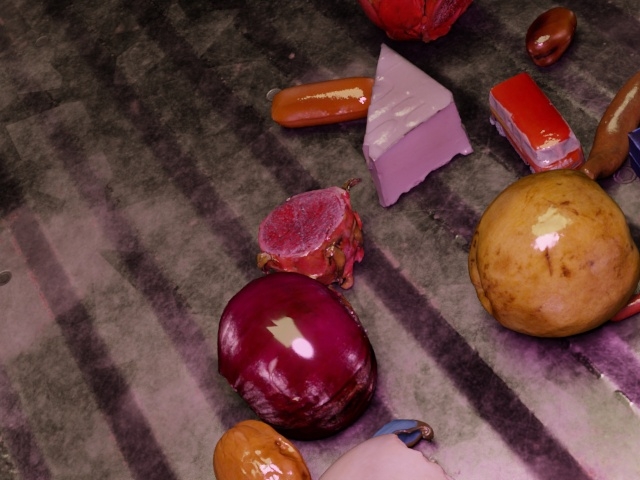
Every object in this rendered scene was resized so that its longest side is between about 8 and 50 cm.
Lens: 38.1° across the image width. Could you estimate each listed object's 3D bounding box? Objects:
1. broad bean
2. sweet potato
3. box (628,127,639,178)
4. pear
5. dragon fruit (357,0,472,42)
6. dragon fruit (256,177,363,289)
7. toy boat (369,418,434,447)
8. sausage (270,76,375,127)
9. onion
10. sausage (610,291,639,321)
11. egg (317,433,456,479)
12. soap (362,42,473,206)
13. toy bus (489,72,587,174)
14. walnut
[{"bbox_3d":[0.522,-0.469,2.101,0.114,0.084,0.165,0,48,25],"label":"broad bean"},{"bbox_3d":[0.580,-0.202,1.854,0.079,0.108,0.346,16,58,31],"label":"sweet potato"},{"bbox_3d":[0.761,-0.134,1.732,0.262,0.116,0.279,-23,47,5],"label":"box"},{"bbox_3d":[0.407,0.029,1.640,0.304,0.304,0.303,-11,51,14],"label":"pear"},{"bbox_3d":[0.227,-0.627,2.209,0.296,0.295,0.301,-28,55,-1],"label":"dragon fruit"},{"bbox_3d":[0.000,0.000,1.922,0.282,0.147,0.211,-40,41,-15],"label":"dragon fruit"},{"bbox_3d":[0.117,0.382,1.610,0.077,0.075,0.185,28,64,38],"label":"toy boat"},{"bbox_3d":[0.015,-0.325,2.180,0.275,0.105,0.105,-5,53,18],"label":"sausage"},{"bbox_3d":[-0.063,0.194,1.715,0.282,0.260,0.336,-33,50,2],"label":"onion"},{"bbox_3d":[0.625,0.085,1.667,0.253,0.034,0.034,-27,49,-1],"label":"sausage"},{"bbox_3d":[0.091,0.476,1.417,0.278,0.278,0.336,22,69,33],"label":"egg"},{"bbox_3d":[0.148,-0.259,2.044,0.258,0.159,0.302,-38,49,-6],"label":"soap"},{"bbox_3d":[0.448,-0.233,1.923,0.121,0.119,0.265,-26,48,3],"label":"toy bus"},{"bbox_3d":[-0.121,0.415,1.628,0.211,0.087,0.167,39,106,27],"label":"walnut"}]
